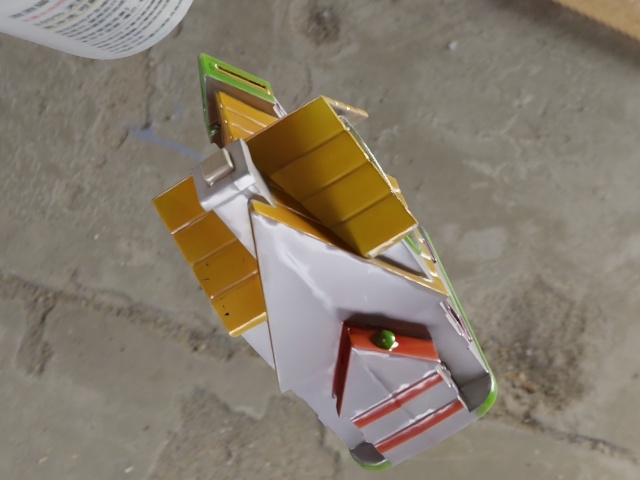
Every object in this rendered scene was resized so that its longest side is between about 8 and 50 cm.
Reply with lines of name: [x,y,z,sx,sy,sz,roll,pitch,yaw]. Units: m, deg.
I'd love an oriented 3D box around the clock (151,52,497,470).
clock: [0.000,0.000,0.988,0.309,0.166,0.235,50,13,-39]

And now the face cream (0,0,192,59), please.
face cream: [-0.198,-0.197,0.674,0.145,0.369,0.145,0,88,18]
